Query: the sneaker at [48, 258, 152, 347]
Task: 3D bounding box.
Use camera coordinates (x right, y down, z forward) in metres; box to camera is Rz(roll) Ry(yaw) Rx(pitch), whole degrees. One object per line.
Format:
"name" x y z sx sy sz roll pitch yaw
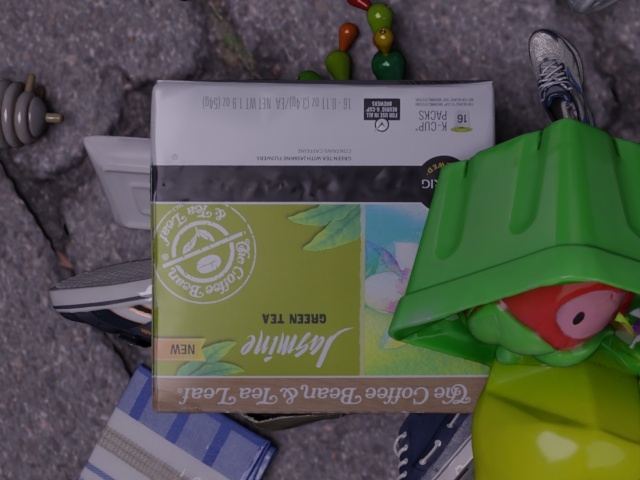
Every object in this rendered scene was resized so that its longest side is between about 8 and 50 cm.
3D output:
"sneaker" -0.159 0.085 1.931 0.321 0.126 0.127 -6 104 28

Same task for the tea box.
"tea box" 0.000 0.000 1.720 0.329 0.220 0.323 -1 95 -2

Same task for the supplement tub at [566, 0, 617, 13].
"supplement tub" 0.261 -0.336 1.752 0.117 0.117 0.190 -34 82 19

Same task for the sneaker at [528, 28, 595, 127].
"sneaker" 0.251 -0.159 1.797 0.052 0.058 0.135 -23 84 20

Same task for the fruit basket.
"fruit basket" 0.252 0.117 1.552 0.283 0.392 0.392 -21 85 48

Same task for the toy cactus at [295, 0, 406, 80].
"toy cactus" 0.053 -0.146 1.854 0.180 0.112 0.219 26 95 13

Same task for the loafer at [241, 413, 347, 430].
"loafer" 0.018 0.156 1.886 0.251 0.087 0.094 -24 84 20

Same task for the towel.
"towel" -0.191 0.312 1.984 0.209 0.034 0.285 28 93 22

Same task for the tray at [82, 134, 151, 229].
"tray" -0.131 -0.049 1.917 0.270 0.030 0.145 5 138 21

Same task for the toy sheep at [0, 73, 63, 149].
"toy sheep" -0.365 -0.149 2.020 0.132 0.091 0.091 2 94 15

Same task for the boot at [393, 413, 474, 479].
"boot" 0.104 0.245 1.844 0.086 0.069 0.190 38 69 21
